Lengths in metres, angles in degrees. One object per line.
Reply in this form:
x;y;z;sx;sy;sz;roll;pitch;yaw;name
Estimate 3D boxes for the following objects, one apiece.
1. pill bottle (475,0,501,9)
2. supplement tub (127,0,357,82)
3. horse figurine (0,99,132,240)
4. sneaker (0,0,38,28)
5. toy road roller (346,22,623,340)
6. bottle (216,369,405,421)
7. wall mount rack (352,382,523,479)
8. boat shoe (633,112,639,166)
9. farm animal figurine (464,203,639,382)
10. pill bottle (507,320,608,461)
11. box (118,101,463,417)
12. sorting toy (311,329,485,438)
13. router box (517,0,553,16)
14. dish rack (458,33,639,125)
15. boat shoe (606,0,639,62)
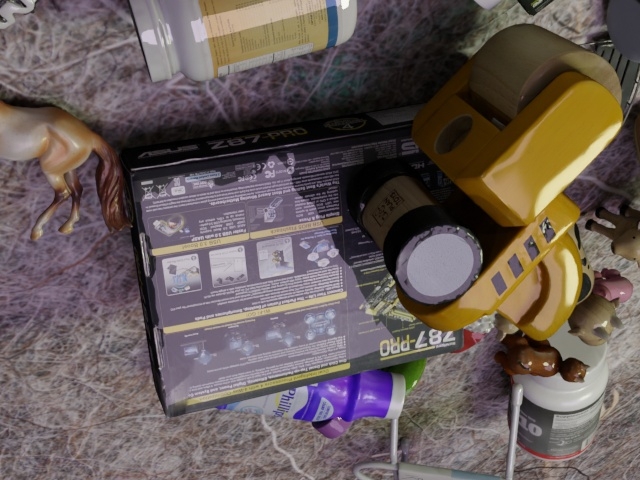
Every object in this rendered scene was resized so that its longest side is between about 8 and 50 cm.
0.224;-0.341;0.995;0.245;0.136;0.136;-40;139;22;pill bottle
-0.079;-0.232;0.971;0.199;0.144;0.144;-16;142;-7;supplement tub
-0.317;-0.087;1.083;0.263;0.066;0.174;11;115;-25;horse figurine
-0.337;-0.205;0.924;0.234;0.078;0.106;-43;126;4;sneaker
0.207;-0.044;1.127;0.240;0.202;0.329;37;101;-26;toy road roller
-0.023;0.204;1.479;0.283;0.092;0.118;10;141;-9;bottle
0.229;0.354;1.788;0.350;0.130;0.304;5;148;12;wall mount rack
0.515;-0.027;1.413;0.123;0.342;0.123;-29;177;-7;boat shoe
0.362;0.050;1.448;0.327;0.172;0.330;39;86;-33;farm animal figurine
0.406;0.248;1.776;0.161;0.161;0.283;-18;142;-6;pill bottle
-0.021;0.019;1.245;0.395;0.097;0.318;-12;113;-15;box
0.096;0.161;1.589;0.365;0.127;0.126;-40;116;19;sorting toy
0.251;-0.313;1.122;0.122;0.038;0.092;-36;141;17;router box
0.283;-0.154;1.303;0.271;0.074;0.208;-12;142;-13;dish rack
0.400;-0.316;1.121;0.105;0.113;0.306;-35;152;-15;boat shoe
